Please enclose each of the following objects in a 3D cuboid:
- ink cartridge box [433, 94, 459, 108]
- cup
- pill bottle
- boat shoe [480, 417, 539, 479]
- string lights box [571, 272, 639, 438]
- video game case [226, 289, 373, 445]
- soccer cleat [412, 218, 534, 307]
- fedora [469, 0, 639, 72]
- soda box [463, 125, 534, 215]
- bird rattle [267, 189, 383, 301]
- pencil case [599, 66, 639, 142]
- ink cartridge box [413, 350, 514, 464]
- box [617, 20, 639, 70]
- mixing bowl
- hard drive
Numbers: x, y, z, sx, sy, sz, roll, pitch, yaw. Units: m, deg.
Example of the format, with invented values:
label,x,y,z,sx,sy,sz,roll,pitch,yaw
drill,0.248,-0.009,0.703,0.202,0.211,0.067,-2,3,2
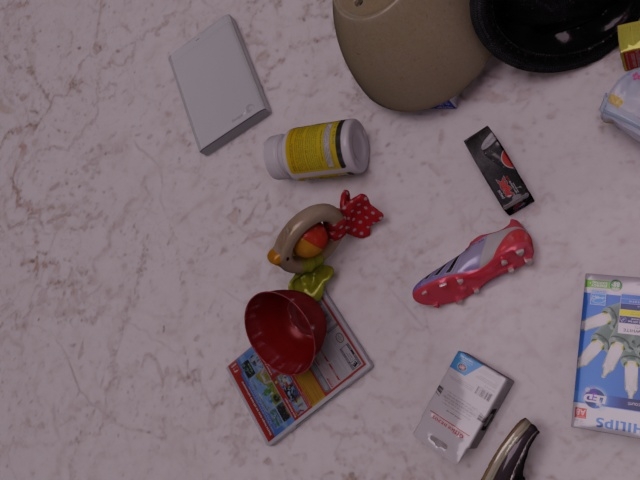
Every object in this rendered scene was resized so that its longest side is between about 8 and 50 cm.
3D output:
label,x,y,z,sx,sy,sz,roll,pitch,yaw
ink cartridge box,0.251,-0.380,1.518,0.097,0.046,0.207,6,79,32
cup,0.154,-0.452,1.427,0.331,0.237,0.330,-10,70,31
pill bottle,-0.010,-0.191,1.568,0.209,0.119,0.119,-5,75,27
boat shoe,0.314,0.444,1.242,0.092,0.103,0.285,28,95,26
string lights box,0.505,0.193,1.213,0.134,0.077,0.259,4,79,28
video game case,-0.050,0.266,1.523,0.285,0.025,0.204,-40,62,13
soccer cleat,0.286,0.047,1.380,0.248,0.083,0.095,-29,40,22
fedora,0.432,-0.477,1.351,0.334,0.334,0.152,-33,31,17
soda box,0.344,-0.135,1.400,0.060,0.053,0.168,-33,64,18
bird rattle,0.000,0.000,1.468,0.253,0.207,0.143,-44,62,16
pencil case,0.613,-0.182,1.232,0.124,0.113,0.273,-37,59,-10
ink cartridge box,0.260,0.306,1.325,0.104,0.060,0.180,30,92,30
box,0.653,-0.363,1.276,0.232,0.087,0.058,-6,75,26
mixing bowl,-0.055,0.169,1.462,0.182,0.098,0.181,16,118,32
hard drive,-0.256,-0.388,1.799,0.203,0.040,0.307,-30,64,19
